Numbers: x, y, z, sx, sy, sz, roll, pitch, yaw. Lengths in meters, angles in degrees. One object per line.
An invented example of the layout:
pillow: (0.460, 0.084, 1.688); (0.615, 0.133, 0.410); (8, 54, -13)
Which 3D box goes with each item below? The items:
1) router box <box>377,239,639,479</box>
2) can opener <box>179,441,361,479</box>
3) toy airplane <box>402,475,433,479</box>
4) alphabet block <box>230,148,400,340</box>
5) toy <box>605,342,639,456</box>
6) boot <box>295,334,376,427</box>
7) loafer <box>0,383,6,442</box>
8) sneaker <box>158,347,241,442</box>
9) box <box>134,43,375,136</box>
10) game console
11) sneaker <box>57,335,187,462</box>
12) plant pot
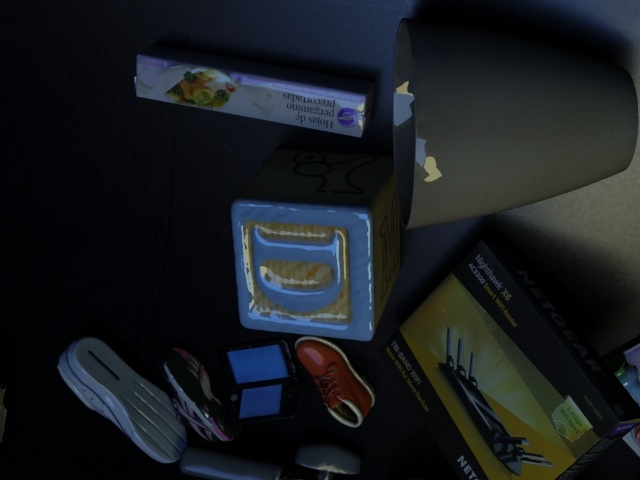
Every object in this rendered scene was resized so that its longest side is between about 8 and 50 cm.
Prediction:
router box: (0.247, 0.191, 1.478); (0.243, 0.081, 0.309); (-51, 58, 28)
can opener: (-0.078, 0.351, 1.746); (0.283, 0.076, 0.095); (11, 85, 4)
toy airplane: (0.244, 0.495, 1.546); (0.384, 0.386, 0.272); (6, 129, 12)
alphabet block: (0.000, 0.000, 1.481); (0.192, 0.197, 0.193); (6, 116, 14)
toy: (0.484, 0.261, 1.552); (0.137, 0.056, 0.237); (-37, 101, 29)
boot: (0.017, 0.211, 1.644); (0.158, 0.085, 0.059); (45, 120, -6)
loafer: (-0.574, 0.277, 1.840); (0.102, 0.092, 0.269); (20, 135, 7)
sneaker: (-0.209, 0.257, 1.738); (0.077, 0.072, 0.178); (-26, 102, 32)
box: (-0.090, -0.205, 1.481); (0.324, 0.067, 0.063); (11, 118, 9)
game console: (-0.100, 0.222, 1.691); (0.122, 0.107, 0.071); (-11, 140, 21)
sneaker: (-0.320, 0.259, 1.770); (0.258, 0.094, 0.091); (51, 141, -11)
plant pot: (0.236, -0.145, 1.337); (0.274, 0.256, 0.257); (-2, 116, -1)
